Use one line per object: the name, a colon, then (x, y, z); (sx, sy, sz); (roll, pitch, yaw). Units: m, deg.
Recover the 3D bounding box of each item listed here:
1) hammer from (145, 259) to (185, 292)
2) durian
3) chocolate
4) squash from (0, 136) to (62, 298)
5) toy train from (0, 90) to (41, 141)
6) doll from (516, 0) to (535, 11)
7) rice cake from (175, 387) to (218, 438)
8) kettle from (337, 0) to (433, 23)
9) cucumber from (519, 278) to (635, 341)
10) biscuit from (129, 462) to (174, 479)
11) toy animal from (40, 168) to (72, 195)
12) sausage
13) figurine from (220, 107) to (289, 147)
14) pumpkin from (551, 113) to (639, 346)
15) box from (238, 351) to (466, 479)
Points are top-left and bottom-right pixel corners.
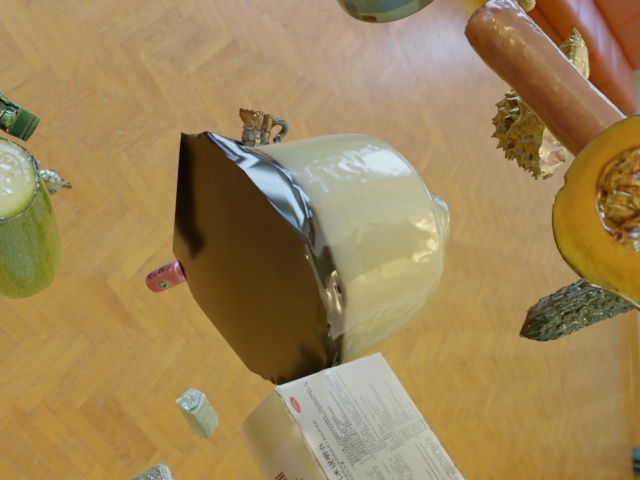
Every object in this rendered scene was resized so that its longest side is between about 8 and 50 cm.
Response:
hammer: (-0.248, 0.059, 1.026); (0.043, 0.083, 0.043); (34, 45, -44)
durian: (0.426, -0.226, 1.219); (0.305, 0.186, 0.195); (92, 16, -46)
chocolate: (0.000, 0.000, 0.847); (0.297, 0.326, 0.314); (-30, 152, -36)
squash: (-0.559, -0.030, 1.100); (0.260, 0.189, 0.189); (113, -1, -57)
toy train: (-0.685, -0.280, 1.275); (0.083, 0.200, 0.132); (-57, 172, -3)
doll: (0.392, -0.561, 1.327); (0.179, 0.089, 0.102); (49, 4, 13)
rice cake: (-0.330, 0.472, 1.724); (0.206, 0.063, 0.069); (83, 30, -49)
kettle: (0.106, -0.569, 1.051); (0.342, 0.320, 0.247); (43, 66, -57)
cucumber: (0.529, 0.095, 1.149); (0.096, 0.359, 0.096); (52, 22, -31)
biscuit: (-0.326, 0.469, 0.991); (0.046, 0.250, 0.147); (50, 10, -52)
toy animal: (-0.569, -0.111, 1.196); (0.217, 0.176, 0.073); (-4, 88, -44)
sausage: (0.362, -0.182, 0.897); (0.094, 0.094, 0.419); (-33, 76, -23)
figurine: (-0.246, -0.204, 1.919); (0.261, 0.186, 0.381); (6, 96, -53)
pumpkin: (0.400, 0.028, 0.594); (0.232, 0.325, 0.242); (15, 110, -25)
box: (0.042, 0.239, 0.641); (0.168, 0.095, 0.212); (-5, 53, -47)
